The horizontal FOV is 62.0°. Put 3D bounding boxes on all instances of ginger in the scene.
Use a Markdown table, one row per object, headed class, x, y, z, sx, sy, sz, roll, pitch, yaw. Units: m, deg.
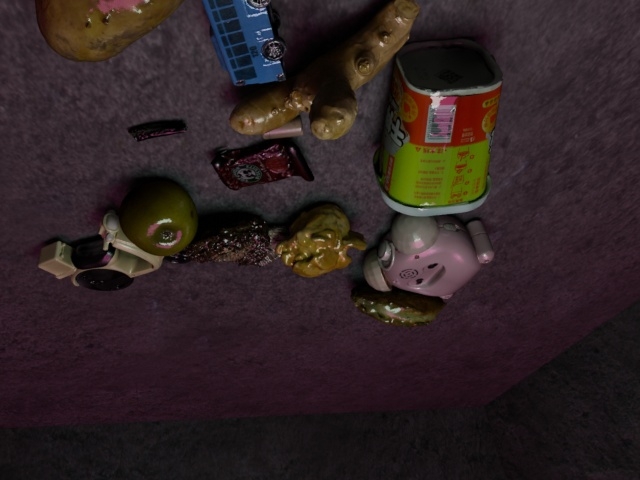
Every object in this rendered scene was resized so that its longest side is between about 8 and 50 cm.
| class | x | y | z | sx | sy | sz | roll | pitch | yaw |
| --- | --- | --- | --- | --- | --- | --- | --- | --- | --- |
| ginger | 0.013 | -0.324 | 1.075 | 0.122 | 0.348 | 0.363 | 53 | 158 | -24 |

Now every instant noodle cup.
| class | x | y | z | sx | sy | sz | roll | pitch | yaw |
| --- | --- | --- | --- | --- | --- | --- | --- | --- | --- |
| instant noodle cup | 0.260 | -0.253 | 1.175 | 0.293 | 0.294 | 0.308 | -6 | 139 | -4 |

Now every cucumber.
| class | x | y | z | sx | sy | sz | roll | pitch | yaw |
| --- | --- | --- | --- | --- | --- | --- | --- | --- | --- |
| cucumber | -0.369 | -0.251 | 1.211 | 0.134 | 0.033 | 0.034 | -12 | 112 | 2 |

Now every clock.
| class | x | y | z | sx | sy | sz | roll | pitch | yaw |
| --- | --- | --- | --- | --- | --- | --- | --- | --- | --- |
| clock | -0.570 | 0.036 | 1.502 | 0.378 | 0.120 | 0.276 | -23 | 146 | 20 |
| clock | 0.327 | 0.049 | 1.685 | 0.325 | 0.184 | 0.342 | 11 | 135 | -20 |

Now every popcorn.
| class | x | y | z | sx | sy | sz | roll | pitch | yaw |
| --- | --- | --- | --- | --- | --- | --- | --- | --- | --- |
| popcorn | 0.004 | -0.001 | 1.512 | 0.253 | 0.190 | 0.191 | -9 | 168 | -40 |

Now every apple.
| class | x | y | z | sx | sy | sz | roll | pitch | yaw |
| --- | --- | --- | --- | --- | --- | --- | --- | --- | --- |
| apple | -0.404 | -0.053 | 1.348 | 0.196 | 0.157 | 0.197 | -14 | 127 | -19 |

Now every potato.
| class | x | y | z | sx | sy | sz | roll | pitch | yaw |
| --- | --- | --- | --- | --- | --- | --- | --- | --- | --- |
| potato | -0.345 | -0.402 | 0.847 | 0.229 | 0.230 | 0.266 | 22 | 137 | -37 |

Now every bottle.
| class | x | y | z | sx | sy | sz | roll | pitch | yaw |
| --- | --- | --- | --- | --- | --- | --- | --- | --- | --- |
| bottle | -0.089 | -0.263 | 1.247 | 0.096 | 0.045 | 0.045 | -7 | 145 | -1 |

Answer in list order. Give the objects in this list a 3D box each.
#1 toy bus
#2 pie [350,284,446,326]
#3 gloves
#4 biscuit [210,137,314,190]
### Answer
| class | x | y | z | sx | sy | sz | roll | pitch | yaw |
| --- | --- | --- | --- | --- | --- | --- | --- | --- | --- |
| toy bus | -0.141 | -0.404 | 0.975 | 0.133 | 0.116 | 0.234 | -13 | 144 | 2 |
| pie | 0.257 | 0.216 | 1.833 | 0.354 | 0.103 | 0.288 | 5 | -173 | -19 |
| gloves | -0.239 | 0.003 | 1.504 | 0.210 | 0.135 | 0.312 | -6 | 172 | 32 |
| biscuit | -0.146 | -0.184 | 1.326 | 0.235 | 0.063 | 0.151 | -10 | 145 | 12 |
